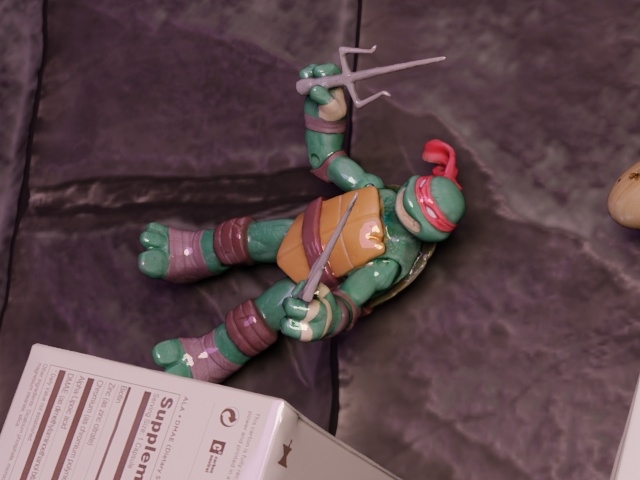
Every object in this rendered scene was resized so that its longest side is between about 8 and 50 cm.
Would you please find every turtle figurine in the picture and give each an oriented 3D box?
[{"bbox_3d":[0.000,0.000,0.975,0.234,0.118,0.175,-28,43,30],"label":"turtle figurine"}]

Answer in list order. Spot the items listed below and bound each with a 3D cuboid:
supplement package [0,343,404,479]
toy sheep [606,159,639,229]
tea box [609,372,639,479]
[{"bbox_3d":[-0.051,0.196,0.825,0.145,0.262,0.204,9,73,30],"label":"supplement package"},{"bbox_3d":[0.221,-0.022,0.898,0.132,0.091,0.091,0,68,11],"label":"toy sheep"},{"bbox_3d":[0.222,0.256,0.628,0.220,0.329,0.323,10,74,28],"label":"tea box"}]
